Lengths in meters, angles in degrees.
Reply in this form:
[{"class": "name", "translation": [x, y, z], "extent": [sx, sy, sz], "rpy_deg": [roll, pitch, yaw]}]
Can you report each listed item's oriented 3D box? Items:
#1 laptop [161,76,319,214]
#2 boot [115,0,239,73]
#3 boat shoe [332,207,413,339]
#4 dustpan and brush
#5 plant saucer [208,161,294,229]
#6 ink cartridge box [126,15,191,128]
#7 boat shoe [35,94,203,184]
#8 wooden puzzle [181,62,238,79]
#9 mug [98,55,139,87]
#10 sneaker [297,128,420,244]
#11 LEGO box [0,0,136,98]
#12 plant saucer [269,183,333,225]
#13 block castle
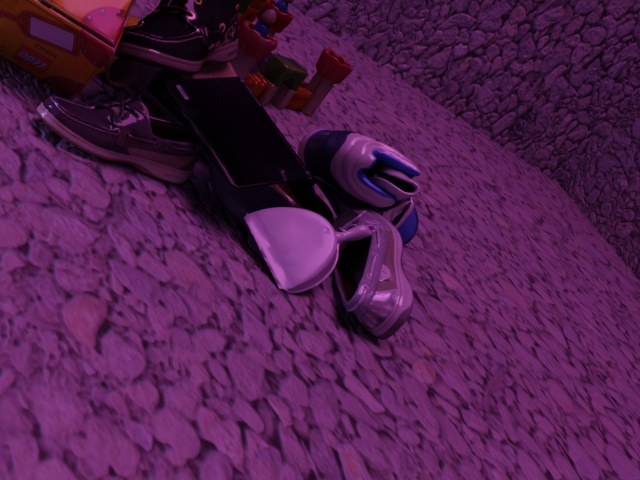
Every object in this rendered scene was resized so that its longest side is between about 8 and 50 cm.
[{"class": "laptop", "translation": [-0.122, -0.136, 1.862], "extent": [0.234, 0.136, 0.264], "rpy_deg": [56, -11, 24]}, {"class": "boot", "translation": [-0.211, -0.431, 1.908], "extent": [0.138, 0.284, 0.377], "rpy_deg": [19, 18, 16]}, {"class": "boat shoe", "translation": [0.064, 0.033, 1.853], "extent": [0.103, 0.118, 0.320], "rpy_deg": [34, 23, -26]}, {"class": "dustpan and brush", "translation": [0.000, 0.000, 1.775], "extent": [0.211, 0.060, 0.147], "rpy_deg": [-19, 65, -20]}, {"class": "plant saucer", "translation": [-0.109, -0.055, 1.862], "extent": [0.195, 0.037, 0.195], "rpy_deg": [35, 18, -13]}, {"class": "ink cartridge box", "translation": [-0.271, -0.314, 2.184], "extent": [0.303, 0.072, 0.307], "rpy_deg": [42, 19, 14]}, {"class": "boat shoe", "translation": [-0.288, -0.167, 1.705], "extent": [0.285, 0.092, 0.103], "rpy_deg": [22, 21, -44]}, {"class": "wooden puzzle", "translation": [-0.160, -0.211, 2.044], "extent": [0.221, 0.044, 0.239], "rpy_deg": [62, 18, -7]}, {"class": "mug", "translation": [-0.364, -0.311, 2.001], "extent": [0.064, 0.062, 0.078], "rpy_deg": [40, 9, 38]}, {"class": "sneaker", "translation": [0.116, -0.073, 2.043], "extent": [0.323, 0.130, 0.236], "rpy_deg": [43, -11, -33]}, {"class": "LEGO box", "translation": [-0.491, -0.516, 1.736], "extent": [0.500, 0.193, 0.373], "rpy_deg": [31, 59, -20]}, {"class": "plant saucer", "translation": [-0.039, -0.072, 2.071], "extent": [0.168, 0.029, 0.168], "rpy_deg": [33, 17, -11]}, {"class": "block castle", "translation": [-0.140, -0.466, 2.595], "extent": [0.303, 0.213, 0.453], "rpy_deg": [43, 18, 21]}]
